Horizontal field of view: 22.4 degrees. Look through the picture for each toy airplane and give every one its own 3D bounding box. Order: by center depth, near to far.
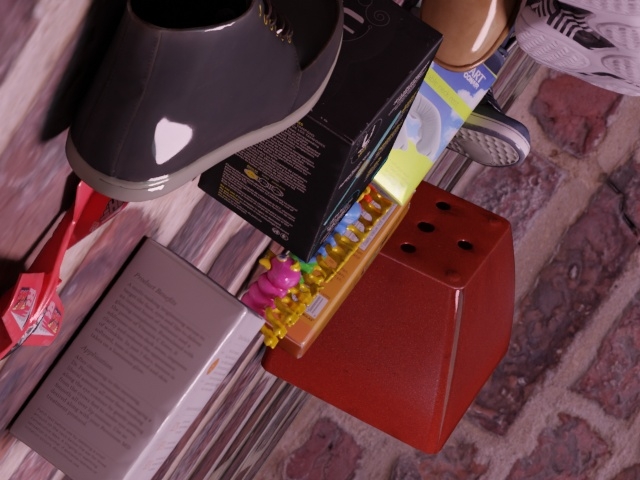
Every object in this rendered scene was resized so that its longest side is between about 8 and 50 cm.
[{"bbox_3d":[-0.154,0.016,0.917,0.151,0.028,0.151,-54,175,-8],"label":"toy airplane"}]

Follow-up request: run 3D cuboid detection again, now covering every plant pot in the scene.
[{"bbox_3d":[0.112,0.070,2.132,0.267,0.267,0.236,-48,158,-47],"label":"plant pot"}]

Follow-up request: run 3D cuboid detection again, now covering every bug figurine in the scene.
[{"bbox_3d":[0.000,0.000,1.706,0.216,0.072,0.279,-51,179,18],"label":"bug figurine"}]

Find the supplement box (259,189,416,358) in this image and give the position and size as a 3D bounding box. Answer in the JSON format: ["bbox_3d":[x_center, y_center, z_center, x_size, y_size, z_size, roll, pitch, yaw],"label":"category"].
[{"bbox_3d":[0.015,0.020,1.888,0.233,0.080,0.078,-51,173,-15],"label":"supplement box"}]

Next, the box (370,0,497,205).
[{"bbox_3d":[0.089,-0.135,1.539,0.178,0.109,0.042,-54,-145,-5],"label":"box"}]

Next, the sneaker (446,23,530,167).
[{"bbox_3d":[0.166,-0.167,1.659,0.163,0.086,0.226,-53,-145,-9],"label":"sneaker"}]

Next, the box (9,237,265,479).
[{"bbox_3d":[-0.131,0.097,1.195,0.170,0.091,0.130,-54,173,-3],"label":"box"}]

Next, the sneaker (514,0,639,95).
[{"bbox_3d":[0.267,-0.265,1.389,0.210,0.137,0.366,-65,168,-8],"label":"sneaker"}]

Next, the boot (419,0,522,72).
[{"bbox_3d":[0.138,-0.263,1.359,0.269,0.089,0.236,-13,125,-81],"label":"boot"}]

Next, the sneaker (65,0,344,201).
[{"bbox_3d":[-0.038,-0.114,0.854,0.222,0.083,0.118,-46,169,-45],"label":"sneaker"}]

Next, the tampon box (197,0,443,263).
[{"bbox_3d":[-0.004,-0.088,1.127,0.120,0.101,0.161,-51,171,-31],"label":"tampon box"}]
